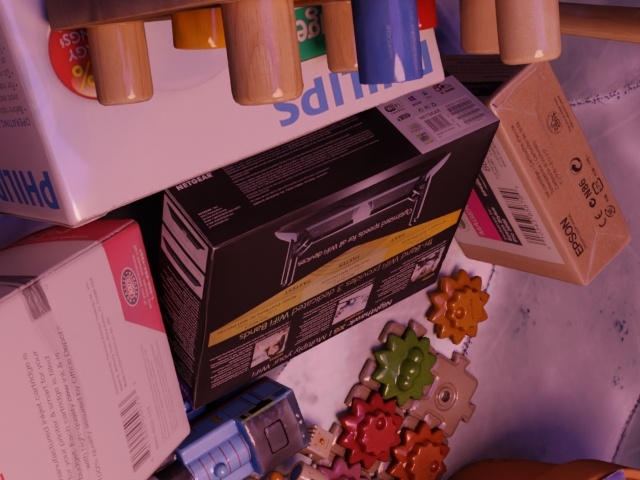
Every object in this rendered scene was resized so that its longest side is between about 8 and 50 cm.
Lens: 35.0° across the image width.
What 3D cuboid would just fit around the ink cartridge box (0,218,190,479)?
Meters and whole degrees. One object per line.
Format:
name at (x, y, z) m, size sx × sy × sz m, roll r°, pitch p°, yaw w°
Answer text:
ink cartridge box at (-0.229, 0.122, 0.770) m, size 0.283 × 0.117 × 0.207 m, roll -43°, pitch 125°, yaw -64°

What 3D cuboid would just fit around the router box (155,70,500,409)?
router box at (0.000, 0.000, 0.933) m, size 0.309 × 0.081 × 0.243 m, roll -25°, pitch 149°, yaw -29°

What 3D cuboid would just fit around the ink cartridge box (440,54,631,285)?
ink cartridge box at (0.189, -0.077, 1.059) m, size 0.088 × 0.193 × 0.234 m, roll -43°, pitch 116°, yaw -19°

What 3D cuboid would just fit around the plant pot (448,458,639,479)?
plant pot at (0.247, 0.372, 1.149) m, size 0.291 × 0.203 × 0.290 m, roll -5°, pitch 99°, yaw -32°

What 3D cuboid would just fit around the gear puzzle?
gear puzzle at (0.111, 0.190, 1.130) m, size 0.175 × 0.044 × 0.338 m, roll 36°, pitch 76°, yaw -31°

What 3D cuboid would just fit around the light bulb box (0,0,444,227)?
light bulb box at (-0.135, -0.241, 0.806) m, size 0.358 × 0.225 × 0.360 m, roll -25°, pitch 108°, yaw -29°

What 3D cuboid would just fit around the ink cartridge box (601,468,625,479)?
ink cartridge box at (0.258, 0.373, 1.006) m, size 0.223 × 0.045 × 0.223 m, roll -21°, pitch 107°, yaw -30°

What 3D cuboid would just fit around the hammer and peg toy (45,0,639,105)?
hammer and peg toy at (0.042, -0.168, 0.636) m, size 0.361 × 0.266 × 0.127 m, roll -13°, pitch 104°, yaw -31°

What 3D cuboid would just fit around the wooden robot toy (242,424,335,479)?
wooden robot toy at (-0.051, 0.258, 1.021) m, size 0.079 × 0.076 × 0.173 m, roll 35°, pitch 76°, yaw -20°

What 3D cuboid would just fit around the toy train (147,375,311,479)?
toy train at (-0.103, 0.193, 0.953) m, size 0.184 × 0.105 × 0.080 m, roll -28°, pitch 110°, yaw -28°
